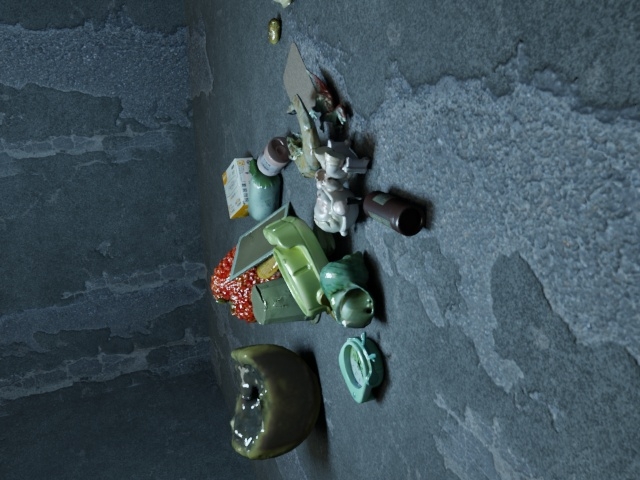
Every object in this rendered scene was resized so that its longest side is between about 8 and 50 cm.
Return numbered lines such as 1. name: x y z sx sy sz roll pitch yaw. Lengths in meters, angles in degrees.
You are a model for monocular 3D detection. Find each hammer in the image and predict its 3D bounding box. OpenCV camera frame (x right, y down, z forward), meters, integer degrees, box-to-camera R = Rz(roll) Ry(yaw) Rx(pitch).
1. hammer: -0.244 -0.231 2.154 0.335 0.119 0.206 -115 28 -49

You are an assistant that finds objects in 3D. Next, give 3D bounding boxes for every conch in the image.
1. conch: 0.078 0.130 1.468 0.176 0.122 0.188 10 111 45

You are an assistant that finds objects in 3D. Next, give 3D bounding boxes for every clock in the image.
1. clock: -0.046 0.099 1.659 0.348 0.117 0.286 65 169 -10
2. clock: 0.120 0.344 1.517 0.210 0.066 0.159 107 147 -46

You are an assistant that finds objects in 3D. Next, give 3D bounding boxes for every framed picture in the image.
1. framed picture: -0.220 0.007 1.987 0.293 0.018 0.231 -31 36 33

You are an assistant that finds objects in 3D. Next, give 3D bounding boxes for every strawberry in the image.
1. strawberry: -0.257 0.142 2.180 0.312 0.267 0.351 38 107 24

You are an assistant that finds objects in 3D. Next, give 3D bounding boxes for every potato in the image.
1. potato: -0.156 -0.702 1.823 0.051 0.040 0.083 -119 30 -52

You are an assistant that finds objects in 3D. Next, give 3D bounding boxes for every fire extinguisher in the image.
1. fire extinguisher: 0.140 -0.073 1.262 0.231 0.099 0.071 -145 55 -59

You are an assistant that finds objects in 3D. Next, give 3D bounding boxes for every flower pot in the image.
1. flower pot: -0.123 0.204 1.892 0.212 0.203 0.212 28 121 60

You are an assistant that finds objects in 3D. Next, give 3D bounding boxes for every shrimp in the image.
1. shrimp: -0.054 -0.308 1.604 0.360 0.085 0.246 -130 28 -71

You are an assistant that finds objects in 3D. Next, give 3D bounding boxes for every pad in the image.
1. pad: -0.068 -0.486 1.741 0.176 0.002 0.266 116 140 -54

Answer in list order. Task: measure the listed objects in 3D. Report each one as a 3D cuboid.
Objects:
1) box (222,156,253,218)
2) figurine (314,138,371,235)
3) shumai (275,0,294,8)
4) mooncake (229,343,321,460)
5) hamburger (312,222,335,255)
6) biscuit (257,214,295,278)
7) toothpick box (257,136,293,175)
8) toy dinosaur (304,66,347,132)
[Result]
1. box: -0.355 -0.229 2.433 0.274 0.091 0.220 149 111 -66
2. figurine: 0.044 -0.129 1.449 0.182 0.145 0.256 34 130 35
3. shumai: -0.123 -0.756 1.631 0.116 0.146 0.145 66 161 -14
4. mooncake: -0.208 0.581 1.980 0.393 0.394 0.246 42 163 -10
5. hamburger: 0.003 0.000 1.694 0.084 0.054 0.121 109 147 -58
6. biscuit: -0.153 0.027 1.952 0.254 0.035 0.254 -48 24 30
7. toothpick box: -0.158 -0.293 1.912 0.149 0.099 0.098 150 109 -68
8. toy dinosaur: 0.009 -0.404 1.519 0.167 0.053 0.242 140 119 -64
